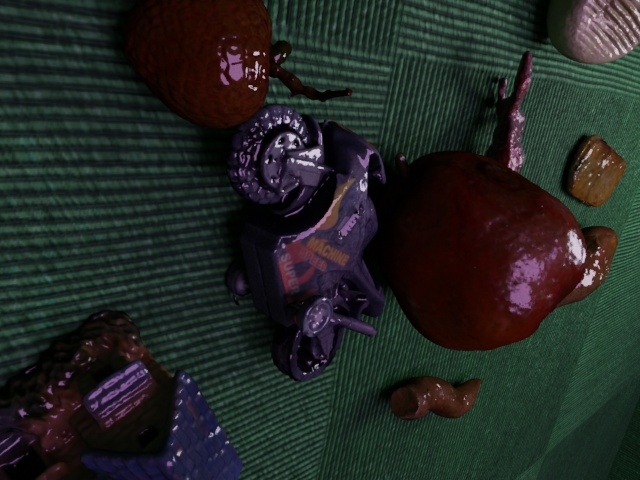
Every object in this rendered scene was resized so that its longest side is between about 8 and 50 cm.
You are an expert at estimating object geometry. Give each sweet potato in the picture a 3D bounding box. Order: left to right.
[{"bbox_3d":[0.196,0.257,0.908,0.281,0.059,0.067,22,58,-52],"label":"sweet potato"},{"bbox_3d":[0.462,0.074,1.058,0.385,0.109,0.109,-30,129,-31],"label":"sweet potato"}]

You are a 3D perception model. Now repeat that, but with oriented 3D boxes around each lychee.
[{"bbox_3d":[-0.068,-0.125,0.395,0.140,0.114,0.101,32,116,-22],"label":"lychee"}]

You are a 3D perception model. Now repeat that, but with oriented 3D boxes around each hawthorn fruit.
[{"bbox_3d":[0.162,-0.002,0.636,0.261,0.224,0.224,46,72,-13],"label":"hawthorn fruit"}]

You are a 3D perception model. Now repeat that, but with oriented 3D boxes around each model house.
[{"bbox_3d":[-0.159,0.188,0.422,0.183,0.172,0.166,-38,134,-26],"label":"model house"}]

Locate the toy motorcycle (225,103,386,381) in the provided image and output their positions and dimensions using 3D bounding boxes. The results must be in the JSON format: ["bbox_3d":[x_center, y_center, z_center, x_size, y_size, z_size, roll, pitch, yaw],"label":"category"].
[{"bbox_3d":[0.000,0.000,0.541,0.173,0.108,0.307,-38,135,-34],"label":"toy motorcycle"}]

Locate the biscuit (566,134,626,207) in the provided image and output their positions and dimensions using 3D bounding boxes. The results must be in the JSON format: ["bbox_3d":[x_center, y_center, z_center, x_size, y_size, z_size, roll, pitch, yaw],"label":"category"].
[{"bbox_3d":[0.536,-0.130,1.082,0.247,0.029,0.118,11,108,-48],"label":"biscuit"}]

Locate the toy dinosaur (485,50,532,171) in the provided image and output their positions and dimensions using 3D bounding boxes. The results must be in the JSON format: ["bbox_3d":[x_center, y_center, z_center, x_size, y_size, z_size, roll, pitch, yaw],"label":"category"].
[{"bbox_3d":[0.242,-0.101,0.736,0.167,0.053,0.241,59,42,-77],"label":"toy dinosaur"}]

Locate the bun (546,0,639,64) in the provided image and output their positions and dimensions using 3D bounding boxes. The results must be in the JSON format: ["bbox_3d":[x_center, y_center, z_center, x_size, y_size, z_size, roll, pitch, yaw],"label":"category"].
[{"bbox_3d":[0.396,-0.331,0.749,0.164,0.111,0.188,23,123,-29],"label":"bun"}]
